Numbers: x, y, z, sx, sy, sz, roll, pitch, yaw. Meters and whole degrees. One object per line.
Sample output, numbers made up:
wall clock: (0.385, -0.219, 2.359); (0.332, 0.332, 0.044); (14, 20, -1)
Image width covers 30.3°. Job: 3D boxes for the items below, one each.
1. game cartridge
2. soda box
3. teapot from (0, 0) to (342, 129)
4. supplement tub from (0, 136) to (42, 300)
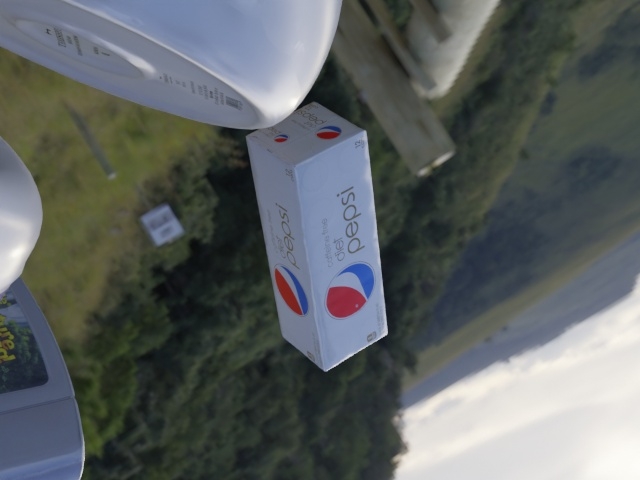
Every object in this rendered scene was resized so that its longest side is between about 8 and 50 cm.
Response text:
game cartridge: (-0.307, 0.085, 0.912); (0.196, 0.294, 0.060); (-6, 141, -43)
soda box: (0.000, 0.000, 0.985); (0.074, 0.069, 0.216); (-29, 131, -26)
teapot: (-0.089, -0.181, 0.593); (0.252, 0.256, 0.187); (26, 83, -48)
supplement tub: (-0.279, 0.060, 0.405); (0.331, 0.241, 0.241); (-57, 173, 4)
